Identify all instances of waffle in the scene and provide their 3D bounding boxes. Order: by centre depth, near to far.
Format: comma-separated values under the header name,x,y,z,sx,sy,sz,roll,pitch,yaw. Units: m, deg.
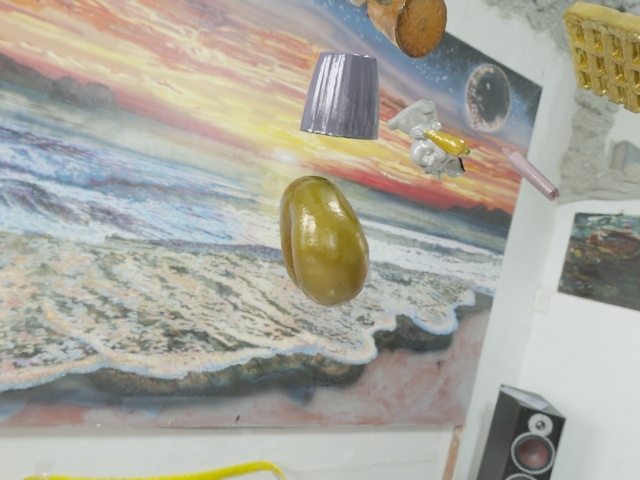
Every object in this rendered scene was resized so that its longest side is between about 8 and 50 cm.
name,x,y,z,sx,sy,sz,roll,pitch,yaw
waffle,0.652,-0.397,0.888,0.221,0.055,0.248,43,16,-40

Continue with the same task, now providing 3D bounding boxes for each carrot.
name,x,y,z,sx,sy,sz,roll,pitch,yaw
carrot,0.257,-0.718,1.306,0.196,0.196,0.254,13,27,-37

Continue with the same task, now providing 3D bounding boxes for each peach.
name,x,y,z,sx,sy,sz,roll,pitch,yaw
peach,0.000,0.000,0.766,0.153,0.251,0.251,-23,9,-12

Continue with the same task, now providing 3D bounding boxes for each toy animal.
name,x,y,z,sx,sy,sz,roll,pitch,yaw
toy animal,0.227,-0.183,0.778,0.131,0.181,0.127,-17,23,39

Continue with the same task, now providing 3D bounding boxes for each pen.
name,x,y,z,sx,sy,sz,roll,pitch,yaw
pen,0.492,-0.167,0.961,0.053,0.032,0.197,35,23,-44

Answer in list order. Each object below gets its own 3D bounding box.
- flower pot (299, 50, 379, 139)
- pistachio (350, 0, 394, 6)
name,x,y,z,sx,sy,sz,roll,pitch,yaw
flower pot,0.073,-0.449,1.256,0.265,0.243,0.265,7,22,-3
pistachio,0.115,-0.739,0.960,0.229,0.321,0.238,-16,17,-19
